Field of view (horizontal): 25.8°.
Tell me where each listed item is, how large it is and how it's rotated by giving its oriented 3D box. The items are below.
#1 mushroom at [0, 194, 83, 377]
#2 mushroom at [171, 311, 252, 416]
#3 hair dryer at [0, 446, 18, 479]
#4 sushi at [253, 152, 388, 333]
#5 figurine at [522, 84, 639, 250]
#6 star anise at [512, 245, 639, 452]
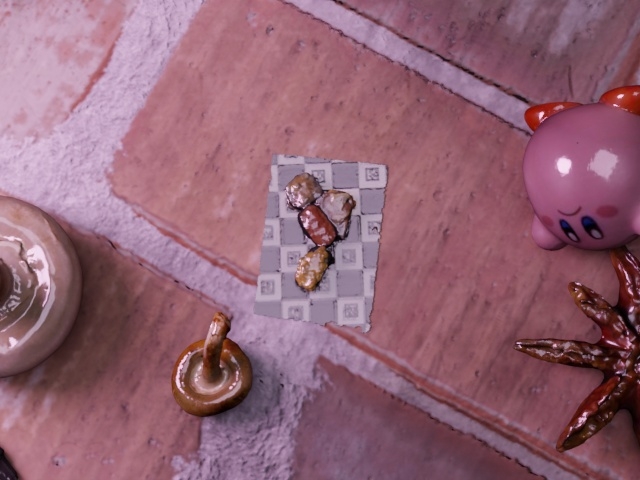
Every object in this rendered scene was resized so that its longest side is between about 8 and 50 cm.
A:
[{"bbox_3d":[-0.365,0.048,1.513,0.207,0.215,0.207,0,85,-2],"label":"mushroom"},{"bbox_3d":[-0.114,0.134,1.560,0.088,0.073,0.129,29,117,19],"label":"mushroom"},{"bbox_3d":[-0.445,0.198,1.576,0.248,0.070,0.114,45,83,-1],"label":"hair dryer"},{"bbox_3d":[0.000,0.000,1.604,0.139,0.031,0.201,6,81,2],"label":"sushi"},{"bbox_3d":[0.305,-0.072,1.540,0.173,0.173,0.173,0,81,1],"label":"figurine"},{"bbox_3d":[0.357,0.128,1.548,0.288,0.088,0.288,-1,79,3],"label":"star anise"}]
